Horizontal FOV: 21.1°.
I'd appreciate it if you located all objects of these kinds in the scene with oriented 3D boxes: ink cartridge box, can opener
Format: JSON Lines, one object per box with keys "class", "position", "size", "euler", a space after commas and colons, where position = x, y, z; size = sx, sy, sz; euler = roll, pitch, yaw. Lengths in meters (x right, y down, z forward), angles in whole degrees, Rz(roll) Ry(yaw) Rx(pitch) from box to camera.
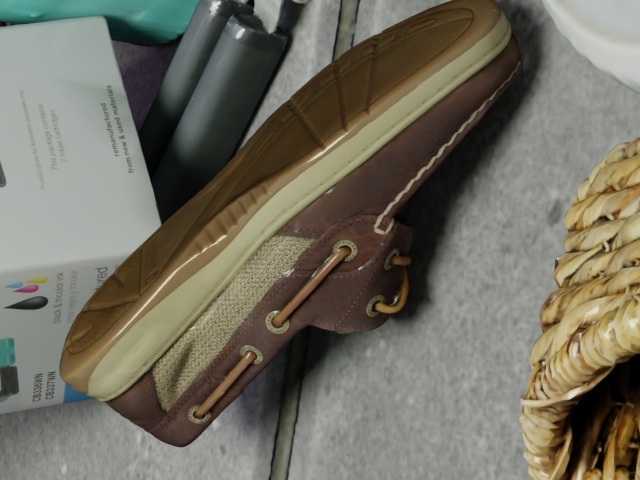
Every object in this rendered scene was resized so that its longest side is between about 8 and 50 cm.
{"class": "ink cartridge box", "position": [-0.263, -0.004, 1.158], "size": [0.198, 0.270, 0.197], "euler": [106, 150, -56]}
{"class": "can opener", "position": [-0.070, -0.139, 1.141], "size": [0.074, 0.093, 0.280], "euler": [53, 128, 44]}

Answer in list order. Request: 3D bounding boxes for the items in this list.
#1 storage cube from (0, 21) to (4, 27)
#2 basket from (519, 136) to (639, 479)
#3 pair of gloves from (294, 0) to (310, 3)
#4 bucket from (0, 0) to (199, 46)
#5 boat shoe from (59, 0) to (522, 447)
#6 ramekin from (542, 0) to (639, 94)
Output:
{"class": "storage cube", "position": [-0.368, -0.091, 1.420], "size": [0.215, 0.183, 0.193], "euler": [-45, 51, 36]}
{"class": "basket", "position": [0.209, 0.081, 0.603], "size": [0.299, 0.213, 0.223], "euler": [-8, 56, 50]}
{"class": "pair of gloves", "position": [-0.018, -0.271, 0.948], "size": [0.204, 0.042, 0.240], "euler": [37, 116, 46]}
{"class": "bucket", "position": [-0.171, -0.273, 1.201], "size": [0.281, 0.183, 0.281], "euler": [-20, 63, 48]}
{"class": "boat shoe", "position": [0.000, 0.000, 1.011], "size": [0.342, 0.123, 0.123], "euler": [-42, 20, 15]}
{"class": "ramekin", "position": [0.204, -0.173, 0.759], "size": [0.273, 0.127, 0.273], "euler": [-18, 67, 49]}
